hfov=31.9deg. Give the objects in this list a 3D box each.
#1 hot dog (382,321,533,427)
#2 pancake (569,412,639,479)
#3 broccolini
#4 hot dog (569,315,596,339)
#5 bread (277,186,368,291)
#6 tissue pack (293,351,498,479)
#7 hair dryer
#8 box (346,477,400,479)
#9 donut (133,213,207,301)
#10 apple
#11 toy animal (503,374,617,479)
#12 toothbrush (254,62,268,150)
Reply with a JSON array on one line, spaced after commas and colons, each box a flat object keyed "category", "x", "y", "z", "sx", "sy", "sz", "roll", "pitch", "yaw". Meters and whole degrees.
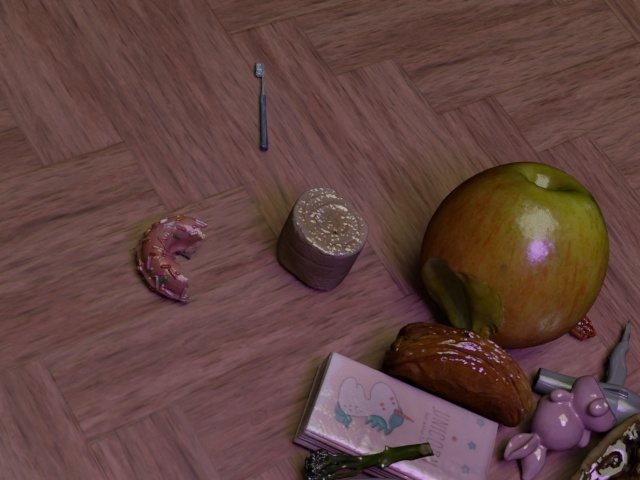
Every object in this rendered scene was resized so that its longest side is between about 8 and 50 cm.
[{"category": "hot dog", "x": 0.251, "y": 0.229, "z": 1.958, "sx": 0.272, "sy": 0.196, "sz": 0.122, "roll": 23, "pitch": 77, "yaw": -6}, {"category": "pancake", "x": 0.620, "y": 0.444, "z": 1.978, "sx": 0.427, "sy": 0.067, "sz": 0.305, "roll": -31, "pitch": 91, "yaw": -21}, {"category": "broccolini", "x": 0.075, "y": 0.345, "z": 1.801, "sx": 0.067, "sy": 0.216, "sz": 0.058, "roll": 24, "pitch": 51, "yaw": -65}, {"category": "hot dog", "x": 0.476, "y": 0.143, "z": 2.182, "sx": 0.144, "sy": 0.038, "sz": 0.062, "roll": 36, "pitch": 53, "yaw": 3}, {"category": "bread", "x": 0.000, "y": 0.000, "z": 2.023, "sx": 0.134, "sy": 0.141, "sz": 0.148, "roll": -29, "pitch": 71, "yaw": -30}, {"category": "tissue pack", "x": 0.132, "y": 0.328, "z": 1.906, "sx": 0.325, "sy": 0.071, "sz": 0.170, "roll": 24, "pitch": 53, "yaw": -6}, {"category": "hair dryer", "x": 0.506, "y": 0.246, "z": 2.122, "sx": 0.229, "sy": 0.092, "sz": 0.267, "roll": 9, "pitch": 42, "yaw": -9}, {"category": "box", "x": 0.083, "y": 0.458, "z": 1.789, "sx": 0.124, "sy": 0.093, "sz": 0.172, "roll": 3, "pitch": 58, "yaw": -20}, {"category": "donut", "x": -0.266, "y": 0.019, "z": 1.951, "sx": 0.117, "sy": 0.065, "sz": 0.166, "roll": 14, "pitch": 53, "yaw": -14}, {"category": "apple", "x": 0.355, "y": 0.019, "z": 2.030, "sx": 0.339, "sy": 0.339, "sz": 0.339, "roll": 10, "pitch": 56, "yaw": -15}, {"category": "toy animal", "x": 0.414, "y": 0.325, "z": 1.987, "sx": 0.212, "sy": 0.124, "sz": 0.124, "roll": -28, "pitch": 68, "yaw": 3}, {"category": "toothbrush", "x": -0.117, "y": -0.270, "z": 2.225, "sx": 0.019, "sy": 0.016, "sz": 0.219, "roll": 5, "pitch": 57, "yaw": -17}]
